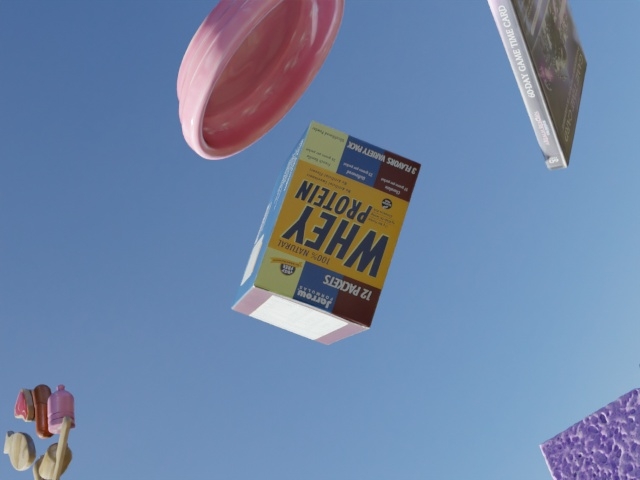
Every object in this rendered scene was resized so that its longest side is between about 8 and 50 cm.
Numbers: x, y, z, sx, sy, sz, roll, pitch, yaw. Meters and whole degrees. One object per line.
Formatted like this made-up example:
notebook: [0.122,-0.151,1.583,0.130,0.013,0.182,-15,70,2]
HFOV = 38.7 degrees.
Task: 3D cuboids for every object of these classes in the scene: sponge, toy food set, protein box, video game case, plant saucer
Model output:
sponge: [0.366,0.243,1.078,0.210,0.117,0.031,-39,-54,24]
toy food set: [-0.206,0.143,0.687,0.019,0.122,0.078,11,-88,-35]
protein box: [0.000,0.000,1.073,0.201,0.136,0.200,139,151,-73]
video game case: [0.210,-0.236,0.900,0.274,0.026,0.196,62,-144,-34]
plant saucer: [-0.099,-0.276,1.370,0.332,0.084,0.332,-47,-13,-15]
